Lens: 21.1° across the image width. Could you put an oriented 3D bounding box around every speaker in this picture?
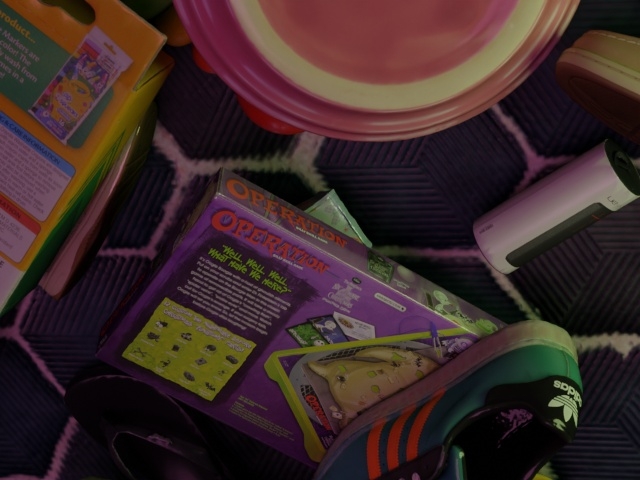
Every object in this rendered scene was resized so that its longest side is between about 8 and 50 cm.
[{"bbox_3d":[0.194,-0.028,1.405,0.136,0.055,0.055,-32,103,27],"label":"speaker"}]

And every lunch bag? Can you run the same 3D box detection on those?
[{"bbox_3d":[0.000,0.000,1.478,0.083,0.053,0.071,-29,102,36],"label":"lunch bag"}]

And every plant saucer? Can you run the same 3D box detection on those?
[{"bbox_3d":[0.047,-0.226,1.274,0.332,0.084,0.332,-2,110,-5],"label":"plant saucer"}]

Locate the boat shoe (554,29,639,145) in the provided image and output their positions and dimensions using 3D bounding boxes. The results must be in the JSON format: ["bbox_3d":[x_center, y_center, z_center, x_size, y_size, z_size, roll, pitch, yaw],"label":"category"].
[{"bbox_3d":[0.348,-0.103,1.302,0.341,0.121,0.110,19,82,4],"label":"boat shoe"}]

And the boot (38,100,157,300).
[{"bbox_3d":[-0.248,-0.069,1.506,0.165,0.077,0.213,33,119,3],"label":"boot"}]

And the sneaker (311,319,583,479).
[{"bbox_3d":[0.095,0.191,1.438,0.108,0.121,0.302,37,119,-21],"label":"sneaker"}]

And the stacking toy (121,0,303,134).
[{"bbox_3d":[-0.109,-0.216,1.373,0.330,0.141,0.141,44,119,-15],"label":"stacking toy"}]

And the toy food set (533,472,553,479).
[{"bbox_3d":[0.140,0.287,1.557,0.128,0.071,0.218,6,112,-28],"label":"toy food set"}]

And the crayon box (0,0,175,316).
[{"bbox_3d":[-0.260,-0.114,1.399,0.203,0.083,0.323,38,121,2],"label":"crayon box"}]

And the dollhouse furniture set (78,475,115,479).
[{"bbox_3d":[-0.272,0.423,1.567,0.394,0.256,0.362,6,105,36],"label":"dollhouse furniture set"}]

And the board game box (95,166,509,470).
[{"bbox_3d":[0.008,0.099,1.477,0.346,0.056,0.208,30,125,-17],"label":"board game box"}]

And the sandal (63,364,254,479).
[{"bbox_3d":[-0.134,0.211,1.618,0.254,0.054,0.097,42,119,-6],"label":"sandal"}]
